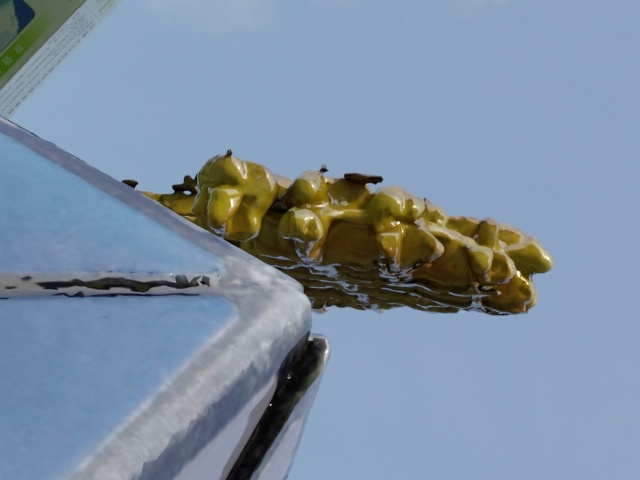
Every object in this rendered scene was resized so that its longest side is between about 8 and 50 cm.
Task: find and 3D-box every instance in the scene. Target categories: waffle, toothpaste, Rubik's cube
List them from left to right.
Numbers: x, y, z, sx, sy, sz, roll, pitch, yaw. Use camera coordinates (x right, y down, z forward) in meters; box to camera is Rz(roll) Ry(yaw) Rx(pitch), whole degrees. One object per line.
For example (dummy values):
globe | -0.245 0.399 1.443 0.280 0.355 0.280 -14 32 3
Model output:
Rubik's cube | -0.182 0.110 0.545 0.260 0.259 0.254 30 -50 18
toothpaste | -0.215 -0.134 1.179 0.081 0.067 0.336 44 -90 9
waffle | 0.000 0.000 1.083 0.293 0.260 0.069 -4 -105 61
